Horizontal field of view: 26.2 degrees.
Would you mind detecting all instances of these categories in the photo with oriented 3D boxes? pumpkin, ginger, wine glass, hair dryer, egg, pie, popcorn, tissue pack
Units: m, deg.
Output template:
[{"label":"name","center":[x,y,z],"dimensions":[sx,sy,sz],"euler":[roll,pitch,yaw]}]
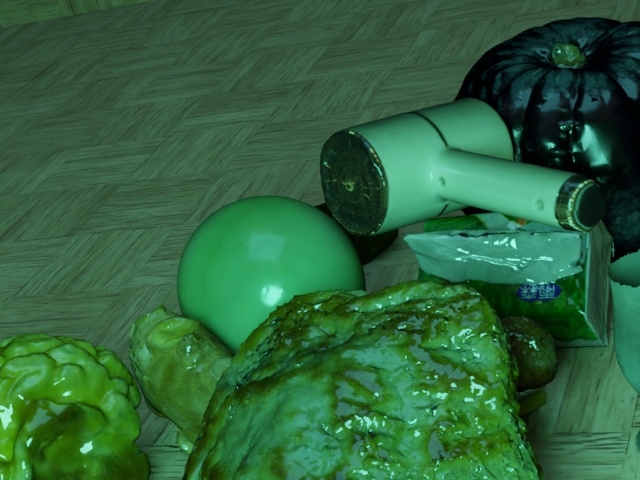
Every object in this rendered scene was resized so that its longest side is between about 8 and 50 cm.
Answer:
[{"label":"pumpkin","center":[0.338,-0.129,1.747],"dimensions":[0.363,0.266,0.363],"euler":[-10,28,5]},{"label":"ginger","center":[-0.154,0.152,1.552],"dimensions":[0.102,0.157,0.216],"euler":[-30,37,-27]},{"label":"wine glass","center":[0.330,0.109,1.316],"dimensions":[0.093,0.202,0.093],"euler":[-15,25,7]},{"label":"hair dryer","center":[0.181,-0.064,1.494],"dimensions":[0.203,0.128,0.362],"euler":[-16,20,-34]},{"label":"egg","center":[-0.062,0.054,1.659],"dimensions":[0.220,0.220,0.269],"euler":[-24,25,-17]},{"label":"pie","center":[0.025,0.221,1.297],"dimensions":[0.395,0.180,0.418],"euler":[-8,37,24]},{"label":"popcorn","center":[-0.305,0.228,1.485],"dimensions":[0.237,0.206,0.251],"euler":[-5,35,-9]},{"label":"tissue pack","center":[0.211,0.036,1.561],"dimensions":[0.209,0.156,0.148],"euler":[-4,63,25]}]

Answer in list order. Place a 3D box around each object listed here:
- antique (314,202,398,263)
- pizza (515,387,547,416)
[{"label":"antique","center":[0.000,0.000,1.904],"dimensions":[0.221,0.081,0.080],"euler":[-20,25,-7]},{"label":"pizza","center":[0.167,0.165,1.488],"dimensions":[0.175,0.046,0.134],"euler":[-3,29,26]}]
